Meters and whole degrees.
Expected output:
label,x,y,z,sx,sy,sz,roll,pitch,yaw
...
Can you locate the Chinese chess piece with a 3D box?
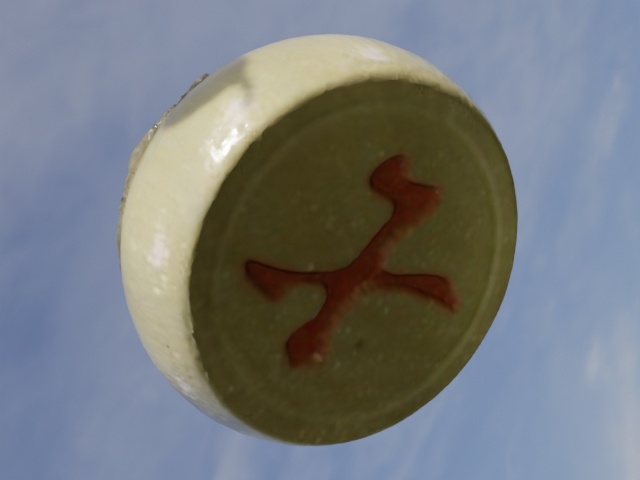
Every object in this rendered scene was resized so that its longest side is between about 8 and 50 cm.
label,x,y,z,sx,sy,sz,roll,pitch,yaw
Chinese chess piece,0.000,0.000,1.293,0.338,0.140,0.338,-12,-65,-27
